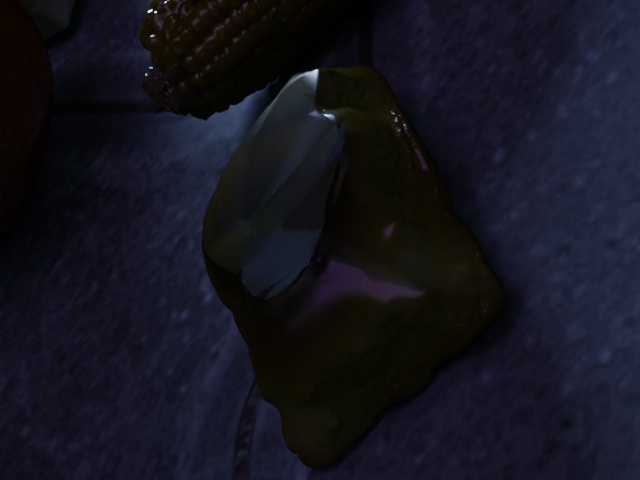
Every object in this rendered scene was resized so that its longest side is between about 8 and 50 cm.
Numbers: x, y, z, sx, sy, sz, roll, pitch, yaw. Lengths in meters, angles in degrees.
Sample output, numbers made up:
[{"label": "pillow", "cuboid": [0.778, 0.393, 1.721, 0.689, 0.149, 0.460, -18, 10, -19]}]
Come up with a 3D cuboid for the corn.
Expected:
[{"label": "corn", "cuboid": [-0.022, -0.177, 1.222, 0.262, 0.097, 0.097, -41, 38, 17]}]

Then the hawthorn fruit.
[{"label": "hawthorn fruit", "cuboid": [-0.298, -0.084, 1.365, 0.263, 0.231, 0.235, 46, 129, 19]}]

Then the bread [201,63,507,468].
[{"label": "bread", "cuboid": [0.000, 0.000, 1.063, 0.161, 0.088, 0.233, -38, 41, 13]}]

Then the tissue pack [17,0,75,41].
[{"label": "tissue pack", "cuboid": [-0.303, -0.271, 1.498, 0.125, 0.234, 0.159, -20, 47, 40]}]
